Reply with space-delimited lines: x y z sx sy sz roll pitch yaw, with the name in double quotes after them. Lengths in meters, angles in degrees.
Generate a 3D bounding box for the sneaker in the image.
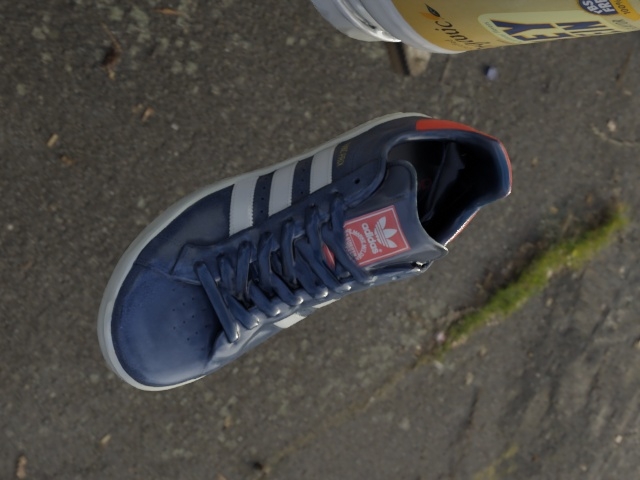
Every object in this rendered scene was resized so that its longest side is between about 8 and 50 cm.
0.000 0.000 0.764 0.350 0.148 0.131 -35 114 -24 "sneaker"

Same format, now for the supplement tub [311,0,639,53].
0.149 -0.257 0.735 0.228 0.316 0.228 -3 94 -47 "supplement tub"
